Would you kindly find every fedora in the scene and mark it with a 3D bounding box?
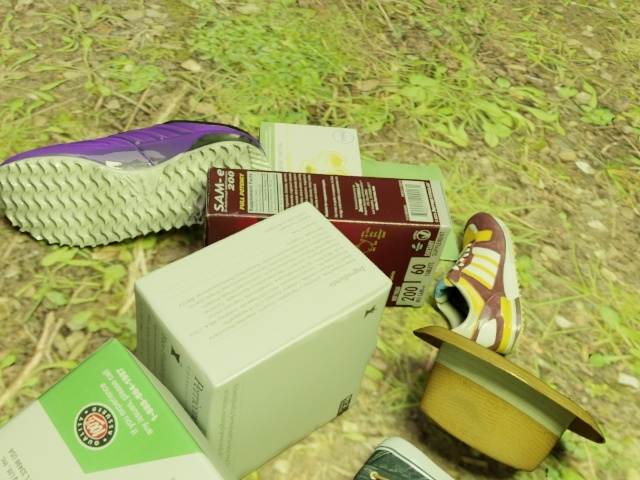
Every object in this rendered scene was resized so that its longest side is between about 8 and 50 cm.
[{"bbox_3d":[0.154,0.152,0.754,0.194,0.194,0.079,30,82,17],"label":"fedora"}]

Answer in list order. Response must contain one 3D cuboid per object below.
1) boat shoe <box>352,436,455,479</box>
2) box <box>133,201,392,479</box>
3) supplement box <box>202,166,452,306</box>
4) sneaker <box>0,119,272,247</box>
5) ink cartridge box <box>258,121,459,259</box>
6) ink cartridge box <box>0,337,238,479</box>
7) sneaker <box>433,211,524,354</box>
[{"bbox_3d":[0.101,0.248,0.694,0.183,0.065,0.083,31,51,25],"label":"boat shoe"},{"bbox_3d":[-0.054,0.093,0.723,0.182,0.181,0.119,-27,56,-31],"label":"box"},{"bbox_3d":[0.000,0.000,0.861,0.239,0.130,0.073,2,47,-8],"label":"supplement box"},{"bbox_3d":[-0.201,-0.075,0.924,0.293,0.102,0.146,-4,28,-4],"label":"sneaker"},{"bbox_3d":[0.043,-0.060,0.982,0.235,0.056,0.171,3,45,-6],"label":"ink cartridge box"},{"bbox_3d":[-0.174,0.242,0.532,0.289,0.121,0.211,-38,61,-11],"label":"ink cartridge box"},{"bbox_3d":[0.162,0.036,0.901,0.083,0.070,0.185,8,44,-11],"label":"sneaker"}]
